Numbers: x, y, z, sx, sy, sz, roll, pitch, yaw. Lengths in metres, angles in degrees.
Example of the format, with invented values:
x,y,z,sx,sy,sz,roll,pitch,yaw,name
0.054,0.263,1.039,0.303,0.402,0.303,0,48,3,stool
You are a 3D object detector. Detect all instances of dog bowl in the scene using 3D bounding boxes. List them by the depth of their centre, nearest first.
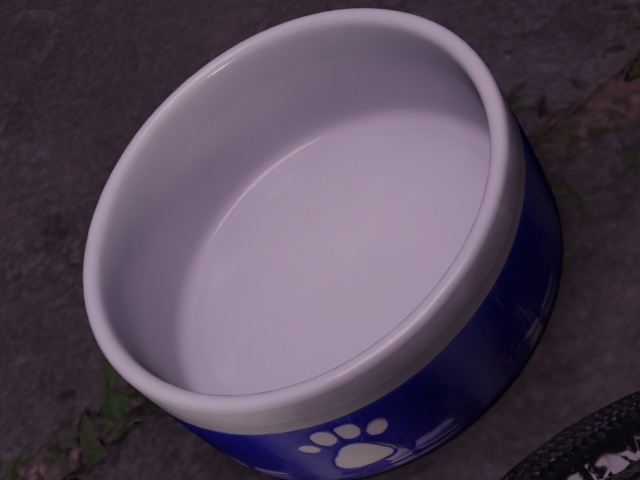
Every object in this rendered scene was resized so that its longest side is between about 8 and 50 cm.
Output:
x,y,z,sx,sy,sz,roll,pitch,yaw,name
0.000,0.000,0.770,0.265,0.104,0.265,-16,51,21,dog bowl

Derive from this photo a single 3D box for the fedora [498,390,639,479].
x,y,z,sx,sy,sz,roll,pitch,yaw,name
0.169,0.212,0.481,0.334,0.152,0.334,-16,51,21,fedora
